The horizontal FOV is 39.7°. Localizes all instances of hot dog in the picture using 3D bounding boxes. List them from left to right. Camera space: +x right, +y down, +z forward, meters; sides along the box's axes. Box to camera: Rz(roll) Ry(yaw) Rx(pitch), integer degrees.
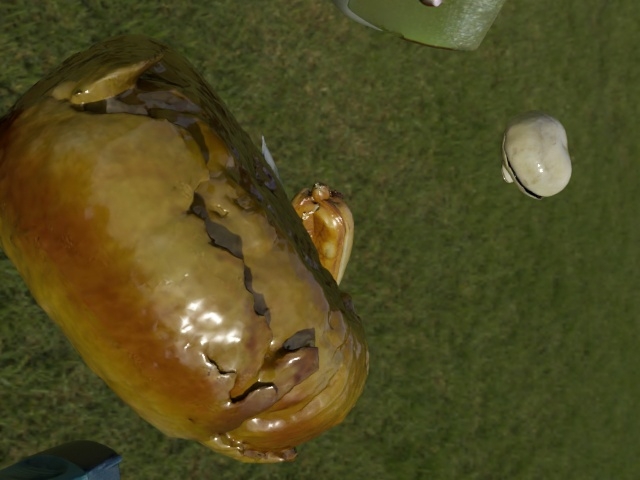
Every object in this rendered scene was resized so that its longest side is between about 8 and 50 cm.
[{"bbox_3d":[0.000,0.000,1.325,0.249,0.102,0.076,95,20,-51],"label":"hot dog"}]

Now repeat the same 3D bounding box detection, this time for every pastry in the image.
[{"bbox_3d":[-0.094,0.002,0.648,0.356,0.164,0.356,51,4,-5],"label":"pastry"}]

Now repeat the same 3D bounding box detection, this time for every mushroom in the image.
[{"bbox_3d":[0.361,-0.144,1.507,0.154,0.122,0.154,26,52,-39],"label":"mushroom"}]

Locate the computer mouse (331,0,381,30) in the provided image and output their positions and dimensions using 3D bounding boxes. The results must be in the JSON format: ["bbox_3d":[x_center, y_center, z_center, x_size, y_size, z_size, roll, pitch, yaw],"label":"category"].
[{"bbox_3d":[0.063,-0.452,1.524,0.095,0.197,0.331,-49,175,-1],"label":"computer mouse"}]

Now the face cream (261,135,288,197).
[{"bbox_3d":[-0.076,-0.061,1.492,0.243,0.058,0.092,79,5,-53],"label":"face cream"}]

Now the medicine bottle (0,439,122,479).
[{"bbox_3d":[-0.229,0.290,0.697,0.124,0.079,0.258,22,69,-62],"label":"medicine bottle"}]

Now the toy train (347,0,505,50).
[{"bbox_3d":[0.121,-0.285,0.612,0.299,0.131,0.201,115,-10,-64],"label":"toy train"}]
